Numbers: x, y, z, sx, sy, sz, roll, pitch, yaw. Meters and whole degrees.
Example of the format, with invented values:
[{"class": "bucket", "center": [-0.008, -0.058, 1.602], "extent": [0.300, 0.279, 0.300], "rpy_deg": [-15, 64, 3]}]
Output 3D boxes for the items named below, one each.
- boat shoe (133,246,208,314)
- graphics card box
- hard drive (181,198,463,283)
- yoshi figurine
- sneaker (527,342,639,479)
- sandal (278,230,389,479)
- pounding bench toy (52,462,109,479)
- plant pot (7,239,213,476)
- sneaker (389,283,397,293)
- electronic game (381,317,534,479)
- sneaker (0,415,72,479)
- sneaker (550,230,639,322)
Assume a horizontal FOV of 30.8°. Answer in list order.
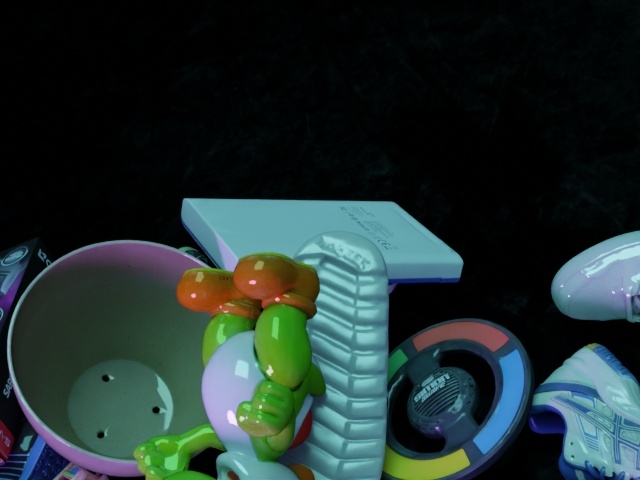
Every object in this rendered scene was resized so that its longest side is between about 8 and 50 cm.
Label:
[{"class": "boat shoe", "center": [-0.190, 0.065, 1.596], "extent": [0.073, 0.080, 0.223], "rpy_deg": [18, 13, 8]}, {"class": "graphics card box", "center": [-0.487, 0.168, 1.549], "extent": [0.232, 0.094, 0.371], "rpy_deg": [-20, 31, 17]}, {"class": "hard drive", "center": [0.000, 0.000, 1.537], "extent": [0.318, 0.040, 0.210], "rpy_deg": [0, 24, -27]}, {"class": "yoshi figurine", "center": [-0.104, 0.199, 1.205], "extent": [0.203, 0.203, 0.362], "rpy_deg": [-1, 76, 5]}, {"class": "sneaker", "center": [0.331, 0.239, 1.244], "extent": [0.131, 0.112, 0.296], "rpy_deg": [-35, 35, -4]}, {"class": "sandal", "center": [0.005, 0.195, 1.355], "extent": [0.169, 0.102, 0.416], "rpy_deg": [13, 72, 9]}, {"class": "pounding bench toy", "center": [-0.292, 0.294, 1.398], "extent": [0.065, 0.083, 0.052], "rpy_deg": [22, 53, 36]}, {"class": "plant pot", "center": [-0.235, 0.168, 1.410], "extent": [0.284, 0.191, 0.284], "rpy_deg": [7, 57, -12]}, {"class": "sneaker", "center": [0.102, 0.041, 1.589], "extent": [0.032, 0.037, 0.083], "rpy_deg": [21, 51, 39]}, {"class": "electronic game", "center": [0.142, 0.188, 1.354], "extent": [0.229, 0.048, 0.229], "rpy_deg": [-24, 40, 22]}, {"class": "sneaker", "center": [-0.389, 0.309, 1.427], "extent": [0.090, 0.081, 0.232], "rpy_deg": [-2, 38, 31]}, {"class": "sneaker", "center": [0.427, 0.072, 1.367], "extent": [0.292, 0.108, 0.169], "rpy_deg": [-13, 39, 9]}]
